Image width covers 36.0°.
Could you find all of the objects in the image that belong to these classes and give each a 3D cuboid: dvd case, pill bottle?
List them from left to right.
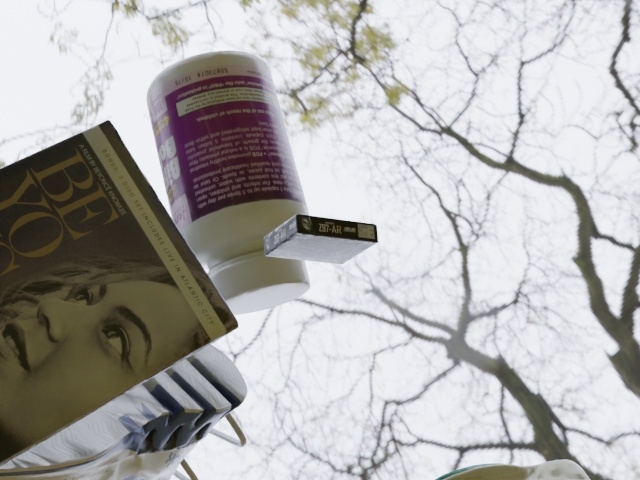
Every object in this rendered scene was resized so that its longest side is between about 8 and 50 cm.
[{"bbox_3d":[-0.185,0.038,0.599,0.221,0.018,0.164,-29,-100,-24],"label":"dvd case"},{"bbox_3d":[-0.109,-0.067,1.226,0.169,0.169,0.302,-13,-106,-8],"label":"pill bottle"}]

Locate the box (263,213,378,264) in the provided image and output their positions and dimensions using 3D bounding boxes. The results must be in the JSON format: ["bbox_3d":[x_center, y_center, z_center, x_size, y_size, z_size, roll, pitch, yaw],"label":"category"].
[{"bbox_3d":[0.000,0.000,0.887,0.083,0.018,0.067,7,-22,-28],"label":"box"}]

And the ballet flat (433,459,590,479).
[{"bbox_3d":[0.233,0.307,1.165,0.248,0.086,0.086,0,-63,-34],"label":"ballet flat"}]

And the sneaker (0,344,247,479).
[{"bbox_3d":[-0.202,0.182,0.762,0.315,0.127,0.182,-1,-56,-55],"label":"sneaker"}]

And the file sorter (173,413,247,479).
[{"bbox_3d":[-0.244,0.225,1.027,0.277,0.193,0.173,-41,-68,-23],"label":"file sorter"}]
